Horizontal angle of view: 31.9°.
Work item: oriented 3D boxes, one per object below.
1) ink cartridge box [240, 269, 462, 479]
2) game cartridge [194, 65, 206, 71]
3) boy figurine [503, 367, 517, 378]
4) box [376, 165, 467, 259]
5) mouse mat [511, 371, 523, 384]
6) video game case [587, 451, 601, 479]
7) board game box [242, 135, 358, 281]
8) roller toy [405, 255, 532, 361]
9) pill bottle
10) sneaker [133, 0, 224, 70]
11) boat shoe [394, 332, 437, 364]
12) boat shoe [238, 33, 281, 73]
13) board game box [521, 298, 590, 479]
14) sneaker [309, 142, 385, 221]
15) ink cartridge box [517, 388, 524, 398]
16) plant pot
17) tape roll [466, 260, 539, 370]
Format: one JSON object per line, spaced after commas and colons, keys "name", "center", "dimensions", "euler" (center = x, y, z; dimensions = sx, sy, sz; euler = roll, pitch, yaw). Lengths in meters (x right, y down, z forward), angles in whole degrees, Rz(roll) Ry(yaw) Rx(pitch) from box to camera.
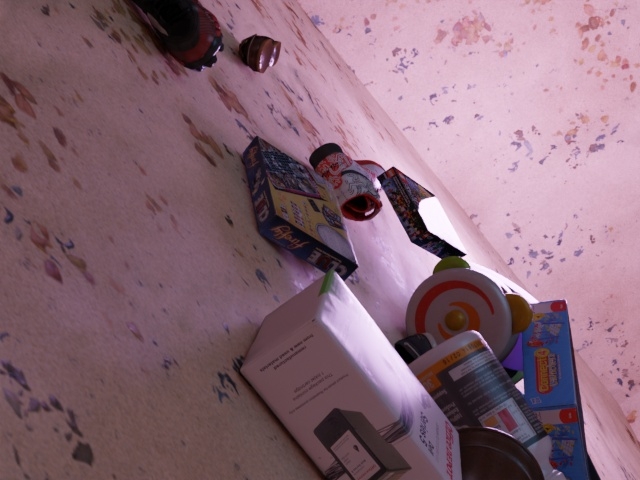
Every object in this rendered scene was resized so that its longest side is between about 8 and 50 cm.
{"name": "ink cartridge box", "center": [0.045, 0.194, 1.312], "dimensions": [0.272, 0.115, 0.198], "euler": [52, 13, -8]}
{"name": "game cartridge", "center": [-0.218, -0.311, 1.894], "dimensions": [0.056, 0.017, 0.083], "euler": [58, 13, 1]}
{"name": "boy figurine", "center": [0.381, 0.201, 2.530], "dimensions": [0.177, 0.092, 0.285], "euler": [26, 16, -11]}
{"name": "box", "center": [0.209, -0.048, 2.276], "dimensions": [0.233, 0.044, 0.159], "euler": [25, 36, -61]}
{"name": "mouse mat", "center": [0.451, 0.271, 2.463], "dimensions": [0.007, 0.153, 0.189], "euler": [50, 13, -3]}
{"name": "video game case", "center": [0.510, 0.419, 2.349], "dimensions": [0.196, 0.026, 0.274], "euler": [81, -12, -58]}
{"name": "board game box", "center": [-0.035, -0.052, 1.744], "dimensions": [0.165, 0.042, 0.243], "euler": [32, 22, -27]}
{"name": "roller toy", "center": [0.257, 0.146, 2.004], "dimensions": [0.209, 0.191, 0.146], "euler": [32, 6, 19]}
{"name": "pill bottle", "center": [0.240, 0.286, 1.660], "dimensions": [0.278, 0.162, 0.162], "euler": [57, 13, 16]}
{"name": "sneaker", "center": [-0.247, -0.383, 1.793], "dimensions": [0.135, 0.098, 0.276], "euler": [37, 20, -53]}
{"name": "boat shoe", "center": [0.176, 0.243, 1.824], "dimensions": [0.065, 0.075, 0.206], "euler": [-3, 52, -22]}
{"name": "boat shoe", "center": [-0.132, -0.385, 2.287], "dimensions": [0.073, 0.073, 0.207], "euler": [16, 10, 3]}
{"name": "board game box", "center": [0.430, 0.317, 2.032], "dimensions": [0.308, 0.086, 0.301], "euler": [-76, 155, -57]}
{"name": "sneaker", "center": [0.082, -0.095, 2.241], "dimensions": [0.270, 0.090, 0.145], "euler": [22, 35, -60]}
{"name": "ink cartridge box", "center": [0.440, 0.393, 2.318], "dimensions": [0.180, 0.060, 0.104], "euler": [42, 18, -43]}
{"name": "plant pot", "center": [0.189, 0.337, 1.376], "dimensions": [0.167, 0.167, 0.165], "euler": [54, 18, -1]}
{"name": "tape roll", "center": [0.359, 0.155, 2.351], "dimensions": [0.275, 0.090, 0.274], "euler": [26, 21, -11]}
